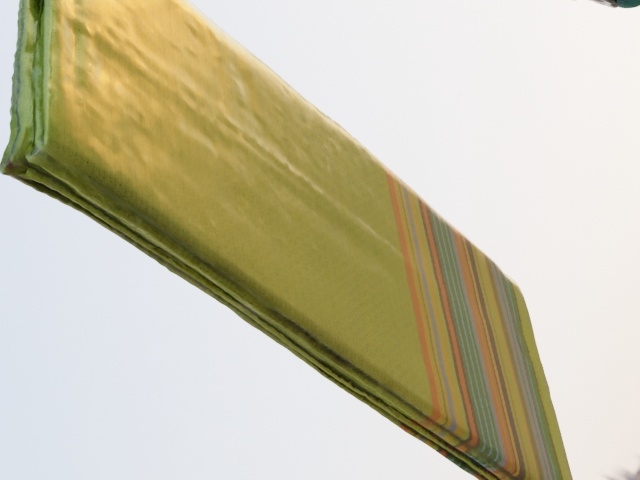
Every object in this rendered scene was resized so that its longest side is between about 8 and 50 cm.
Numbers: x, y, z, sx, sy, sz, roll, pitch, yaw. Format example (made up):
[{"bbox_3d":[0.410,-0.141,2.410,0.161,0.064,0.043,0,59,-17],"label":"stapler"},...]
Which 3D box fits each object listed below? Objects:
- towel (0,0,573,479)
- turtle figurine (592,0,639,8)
[{"bbox_3d":[0.000,0.000,0.427,0.021,0.102,0.237,-31,-45,23],"label":"towel"},{"bbox_3d":[0.211,-0.226,1.066,0.118,0.175,0.234,-52,-36,10],"label":"turtle figurine"}]
